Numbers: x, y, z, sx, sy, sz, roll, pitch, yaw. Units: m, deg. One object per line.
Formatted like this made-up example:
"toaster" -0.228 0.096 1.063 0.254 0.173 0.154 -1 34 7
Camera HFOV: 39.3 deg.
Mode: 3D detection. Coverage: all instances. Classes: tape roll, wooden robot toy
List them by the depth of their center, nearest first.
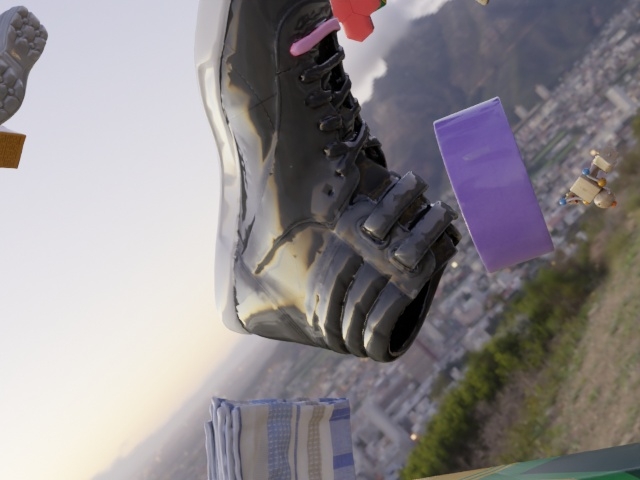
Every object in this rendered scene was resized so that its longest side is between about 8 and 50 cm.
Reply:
"tape roll" 0.199 -0.063 1.026 0.080 0.189 0.189 -21 5 14
"wooden robot toy" 0.479 -0.094 1.525 0.076 0.079 0.173 -42 -14 -30

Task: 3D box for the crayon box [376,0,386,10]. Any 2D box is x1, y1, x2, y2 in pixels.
"crayon box" 0.020 -0.498 1.403 0.081 0.165 0.278 -22 55 33

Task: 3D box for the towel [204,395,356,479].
"towel" -0.028 0.268 0.947 0.034 0.209 0.285 -11 -13 26

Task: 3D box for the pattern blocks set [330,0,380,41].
"pattern blocks set" 0.028 -0.421 1.084 0.285 0.325 0.026 -34 26 31

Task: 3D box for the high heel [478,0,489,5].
"high heel" 0.245 -0.512 1.372 0.093 0.261 0.186 9 53 41

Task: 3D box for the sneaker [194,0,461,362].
"sneaker" 0.015 -0.055 0.516 0.104 0.147 0.295 -43 -39 -50

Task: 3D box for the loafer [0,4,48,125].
"loafer" -0.518 -0.251 1.389 0.111 0.112 0.319 -24 32 24

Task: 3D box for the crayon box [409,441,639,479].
"crayon box" 0.243 0.396 0.852 0.313 0.362 0.106 -3 -2 -23

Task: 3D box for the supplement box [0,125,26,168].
"supplement box" -0.651 -0.176 1.624 0.233 0.078 0.080 -7 -65 -61
